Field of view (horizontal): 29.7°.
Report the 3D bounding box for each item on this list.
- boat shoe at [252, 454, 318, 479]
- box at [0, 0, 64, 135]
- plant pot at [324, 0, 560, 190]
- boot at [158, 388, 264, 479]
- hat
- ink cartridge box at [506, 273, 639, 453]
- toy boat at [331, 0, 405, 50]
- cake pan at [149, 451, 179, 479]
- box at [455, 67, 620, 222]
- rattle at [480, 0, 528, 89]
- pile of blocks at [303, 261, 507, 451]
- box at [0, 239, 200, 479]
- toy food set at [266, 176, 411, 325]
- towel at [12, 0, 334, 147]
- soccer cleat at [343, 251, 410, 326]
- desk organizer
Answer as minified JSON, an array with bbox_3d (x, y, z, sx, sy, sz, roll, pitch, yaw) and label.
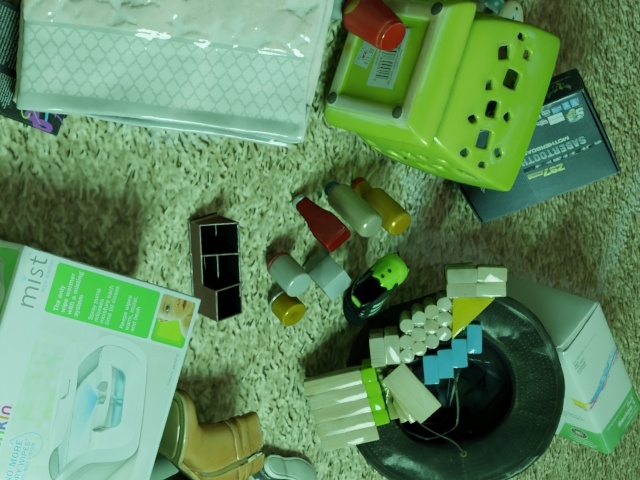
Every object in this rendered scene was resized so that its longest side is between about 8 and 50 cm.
[{"bbox_3d":[-0.051,0.339,1.748,0.125,0.038,0.046,23,45,-51],"label":"boat shoe"},{"bbox_3d":[-0.334,-0.191,1.300,0.162,0.029,0.116,21,89,-45],"label":"box"},{"bbox_3d":[0.150,-0.214,1.623,0.207,0.227,0.228,17,92,-44],"label":"plant pot"},{"bbox_3d":[-0.138,0.247,1.534,0.152,0.073,0.197,-22,130,-37],"label":"boot"},{"bbox_3d":[0.199,0.231,1.843,0.134,0.331,0.331,73,42,-81],"label":"hat"},{"bbox_3d":[0.391,0.204,2.013,0.117,0.201,0.278,-48,131,-22],"label":"ink cartridge box"},{"bbox_3d":[-0.050,-0.262,1.478,0.318,0.148,0.267,-19,139,-37],"label":"toy boat"},{"bbox_3d":[-0.261,0.338,1.531,0.293,0.054,0.293,-17,115,-40],"label":"cake pan"},{"bbox_3d":[0.312,-0.138,1.821,0.183,0.233,0.059,54,23,-41],"label":"box"},{"bbox_3d":[0.302,-0.302,1.807,0.130,0.143,0.199,-11,117,-27],"label":"rattle"},{"bbox_3d":[0.134,0.164,1.740,0.362,0.112,0.149,-39,92,6],"label":"pile of blocks"},{"bbox_3d":[-0.292,0.153,1.350,0.231,0.127,0.261,21,82,-37],"label":"box"},{"bbox_3d":[0.000,0.000,1.665,0.232,0.104,0.111,-42,145,-3],"label":"toy food set"},{"bbox_3d":[-0.148,-0.271,1.277,0.332,0.053,0.316,6,103,-12],"label":"towel"},{"bbox_3d":[0.063,0.077,1.702,0.072,0.060,0.179,-34,168,-36],"label":"soccer cleat"},{"bbox_3d":[-0.134,0.035,1.554,0.047,0.050,0.130,-18,116,-40],"label":"desk organizer"}]
